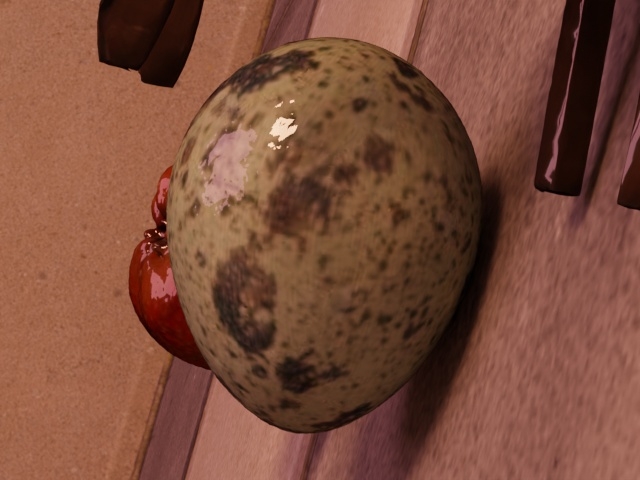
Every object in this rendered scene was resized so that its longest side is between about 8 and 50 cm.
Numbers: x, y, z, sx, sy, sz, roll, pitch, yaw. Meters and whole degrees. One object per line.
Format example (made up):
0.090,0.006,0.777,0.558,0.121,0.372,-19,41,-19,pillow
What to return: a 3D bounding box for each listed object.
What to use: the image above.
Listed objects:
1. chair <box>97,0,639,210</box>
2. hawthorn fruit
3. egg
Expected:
0.060,-0.181,0.407,0.160,0.186,0.319,-121,46,-86,chair
-0.031,0.014,0.777,0.133,0.138,0.132,-50,28,39,hawthorn fruit
0.000,0.000,0.594,0.132,0.132,0.172,-101,19,-73,egg
